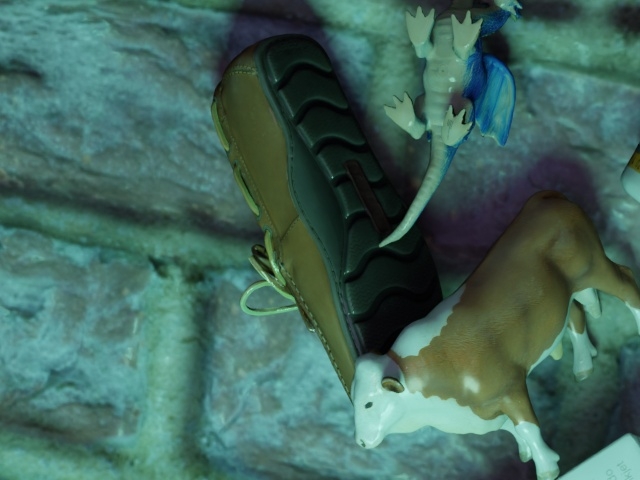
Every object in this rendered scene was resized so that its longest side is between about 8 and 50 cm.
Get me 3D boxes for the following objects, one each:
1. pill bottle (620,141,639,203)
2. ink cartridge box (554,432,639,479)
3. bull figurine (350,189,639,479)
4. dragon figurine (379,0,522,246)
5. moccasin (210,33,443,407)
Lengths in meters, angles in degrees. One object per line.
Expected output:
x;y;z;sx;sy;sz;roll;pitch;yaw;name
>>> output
0.396;-0.124;1.714;0.162;0.162;0.278;32;99;11;pill bottle
0.202;0.397;1.744;0.395;0.166;0.285;-36;67;13;ink cartridge box
0.162;0.095;1.741;0.188;0.101;0.310;50;65;-16;bull figurine
0.125;-0.131;1.790;0.085;0.144;0.289;6;90;24;dragon figurine
-0.002;0.001;1.828;0.147;0.139;0.380;-38;77;49;moccasin
